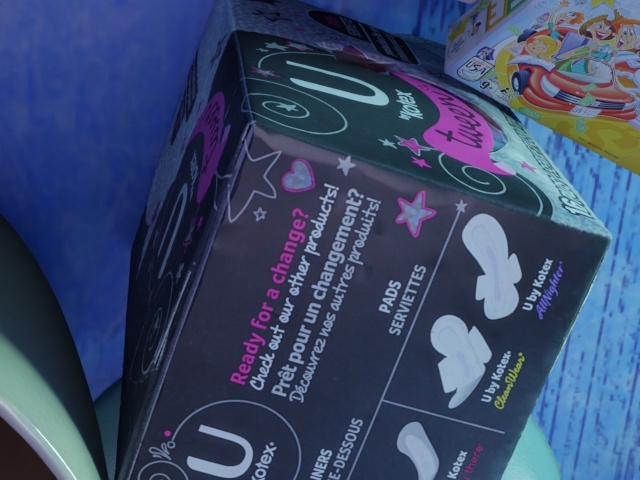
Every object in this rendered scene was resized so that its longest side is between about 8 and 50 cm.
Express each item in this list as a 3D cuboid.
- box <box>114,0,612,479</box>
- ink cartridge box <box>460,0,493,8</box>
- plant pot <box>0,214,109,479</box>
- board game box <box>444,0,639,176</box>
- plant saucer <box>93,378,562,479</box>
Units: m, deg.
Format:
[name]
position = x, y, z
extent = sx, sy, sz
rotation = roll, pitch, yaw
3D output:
[box]
position = 0.000, 0.000, 0.599
extent = 0.142, 0.247, 0.163
rotation = 16, 110, -13
[ink cartridge box]
position = 0.145, -0.210, 0.521
extent = 0.395, 0.151, 0.270
rotation = 14, 145, -13
[plant pot]
position = -0.204, 0.079, 0.594
extent = 0.256, 0.274, 0.257
rotation = -1, 113, -4
[board game box]
position = 0.143, -0.071, 0.572
extent = 0.154, 0.026, 0.103
rotation = 24, 144, -23
[plant saucer]
position = -0.009, 0.194, 0.790
extent = 0.317, 0.044, 0.318
rotation = -2, 113, -5
